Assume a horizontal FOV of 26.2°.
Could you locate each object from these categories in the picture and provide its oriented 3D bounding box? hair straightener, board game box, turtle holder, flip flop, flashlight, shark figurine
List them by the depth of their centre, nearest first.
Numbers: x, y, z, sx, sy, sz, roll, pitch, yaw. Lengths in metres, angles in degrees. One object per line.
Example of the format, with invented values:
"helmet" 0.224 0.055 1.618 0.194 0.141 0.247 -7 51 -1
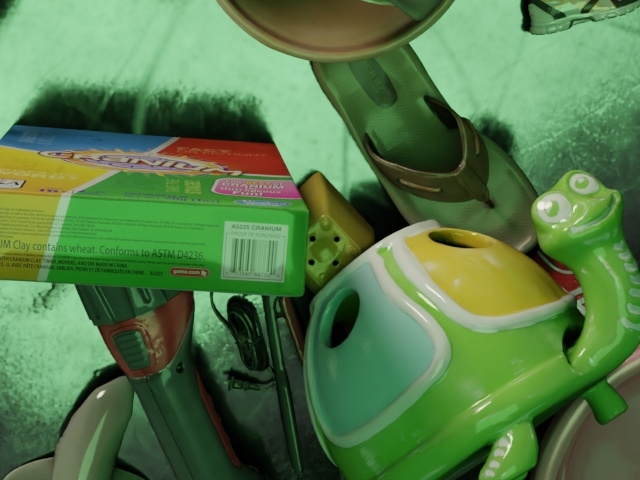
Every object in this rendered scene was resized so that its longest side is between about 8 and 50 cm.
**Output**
"board game box" -0.143 -0.031 1.084 0.242 0.316 0.064 4 102 -7
"turtle holder" 0.117 0.096 1.157 0.243 0.320 0.227 -25 74 -29
"flip flop" 0.095 -0.086 1.218 0.112 0.080 0.277 -37 104 3
"flashlight" -0.118 0.145 1.240 0.103 0.103 0.304 -28 107 -16
"shark figurine" -0.196 0.283 1.259 0.166 0.116 0.278 -23 102 1
"hair straightener" -0.049 0.115 1.266 0.089 0.047 0.230 -18 104 -2

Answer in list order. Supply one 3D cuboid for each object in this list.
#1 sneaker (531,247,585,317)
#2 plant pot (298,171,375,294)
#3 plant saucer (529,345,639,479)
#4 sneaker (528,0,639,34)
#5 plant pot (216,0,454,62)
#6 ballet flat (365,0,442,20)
"sneaker" 0.252 0.036 1.282 0.118 0.042 0.067 25 103 -9
"plant pot" 0.000 0.000 1.226 0.081 0.083 0.081 -43 104 4
"plant saucer" 0.356 0.235 1.319 0.332 0.084 0.332 -2 103 -7
"sneaker" 0.236 -0.215 1.224 0.109 0.040 0.043 -14 102 -3
"plant pot" 0.009 -0.272 1.147 0.237 0.110 0.237 -2 107 -5
"ballet flat" 0.004 -0.235 1.069 0.213 0.072 0.068 28 133 -11
